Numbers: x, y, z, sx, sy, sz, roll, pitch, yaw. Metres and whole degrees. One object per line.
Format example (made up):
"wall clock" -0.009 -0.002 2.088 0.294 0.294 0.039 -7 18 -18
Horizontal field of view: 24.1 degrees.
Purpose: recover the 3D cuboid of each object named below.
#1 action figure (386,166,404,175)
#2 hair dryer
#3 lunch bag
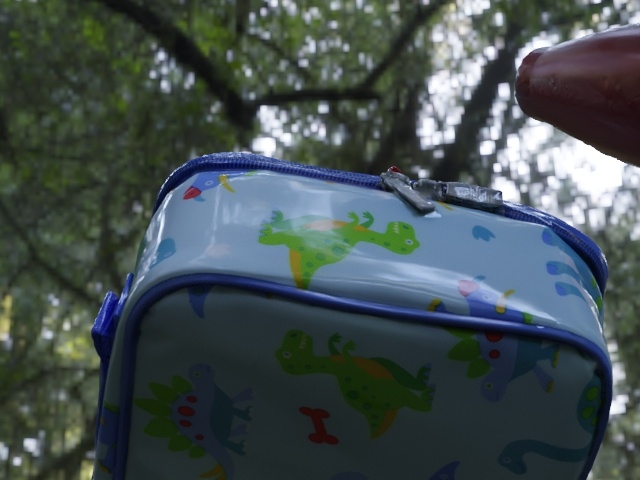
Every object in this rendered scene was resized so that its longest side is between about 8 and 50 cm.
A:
"action figure" 0.000 0.000 0.745 0.115 0.038 0.030 -28 -78 46
"hair dryer" 0.236 -0.066 0.691 0.293 0.080 0.223 2 10 12
"lunch bag" 0.003 0.076 0.551 0.176 0.090 0.219 9 -52 -2
